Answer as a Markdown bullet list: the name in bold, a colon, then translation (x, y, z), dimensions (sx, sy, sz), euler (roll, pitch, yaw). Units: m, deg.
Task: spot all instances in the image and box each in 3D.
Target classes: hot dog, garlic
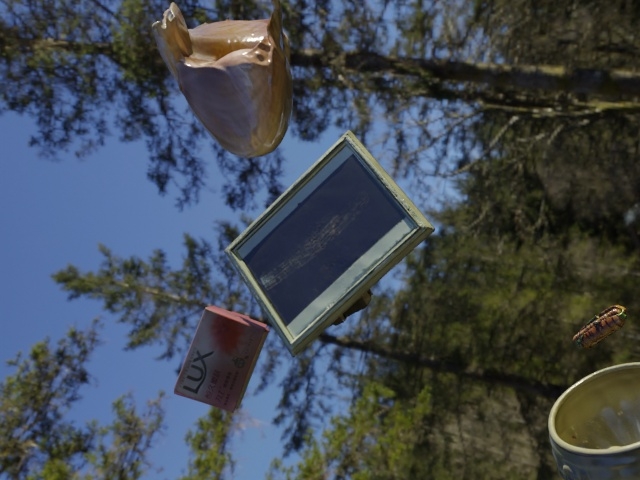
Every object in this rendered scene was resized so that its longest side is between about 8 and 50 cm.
- **hot dog**: translation (0.469, 0.145, 1.204), dimensions (0.122, 0.037, 0.049), euler (-54, 4, 47)
- **garlic**: translation (-0.063, -0.142, 0.580), dimensions (0.174, 0.099, 0.124), euler (-91, -19, -59)

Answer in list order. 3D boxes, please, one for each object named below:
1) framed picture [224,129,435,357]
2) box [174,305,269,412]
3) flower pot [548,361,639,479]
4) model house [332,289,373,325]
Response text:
- **framed picture**: translation (0.000, 0.000, 1.105), dimensions (0.293, 0.231, 0.018), euler (-44, -29, 12)
- **box**: translation (-0.161, 0.193, 1.169), dimensions (0.060, 0.111, 0.156), euler (60, -130, -83)
- **flower pot**: translation (0.611, 0.411, 1.367), dimensions (0.244, 0.307, 0.307), euler (60, -147, -11)
- **model house**: translation (-0.027, 0.085, 1.634), dimensions (0.243, 0.211, 0.204), euler (61, -175, 1)
